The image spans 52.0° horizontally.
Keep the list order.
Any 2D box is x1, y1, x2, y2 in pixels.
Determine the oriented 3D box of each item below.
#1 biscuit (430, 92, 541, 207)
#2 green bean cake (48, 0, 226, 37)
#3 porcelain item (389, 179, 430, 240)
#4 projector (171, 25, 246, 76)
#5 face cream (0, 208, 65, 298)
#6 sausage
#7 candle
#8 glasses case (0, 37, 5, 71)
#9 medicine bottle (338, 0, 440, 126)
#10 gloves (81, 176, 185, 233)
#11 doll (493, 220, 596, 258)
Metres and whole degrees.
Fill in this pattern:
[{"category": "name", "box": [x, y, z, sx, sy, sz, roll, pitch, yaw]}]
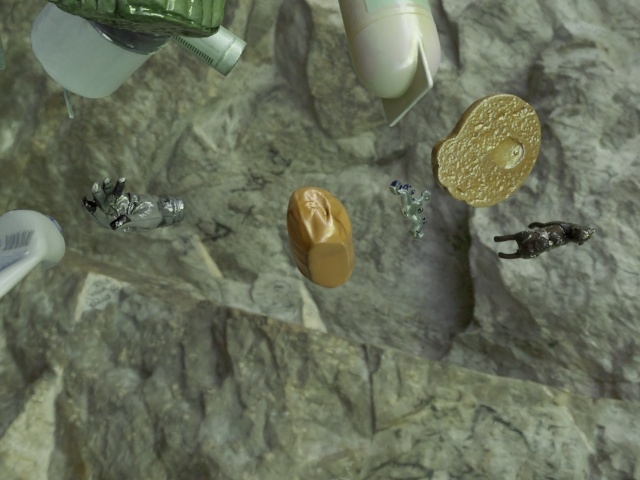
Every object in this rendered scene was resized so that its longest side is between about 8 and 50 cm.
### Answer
[{"category": "biscuit", "box": [0.293, -0.158, 1.158, 0.208, 0.181, 0.049, -53, -154, 1]}, {"category": "green bean cake", "box": [-0.275, -0.384, 0.998, 0.227, 0.223, 0.124, 15, -79, 24]}, {"category": "porcelain item", "box": [0.188, -0.073, 1.286, 0.075, 0.136, 0.021, -37, -151, -18]}, {"category": "projector", "box": [-0.357, -0.560, 1.694, 0.108, 0.338, 0.108, -53, -165, 20]}, {"category": "face cream", "box": [-0.624, 0.072, 1.189, 0.235, 0.137, 0.420, -9, -154, 25]}, {"category": "sausage", "box": [0.001, 0.000, 1.237, 0.241, 0.120, 0.136, 78, -5, -55]}, {"category": "candle", "box": [-0.452, -0.427, 1.334, 0.343, 0.221, 0.221, -28, -132, 34]}, {"category": "glasses case", "box": [-0.794, -0.535, 1.476, 0.131, 0.074, 0.323, 39, -38, 26]}, {"category": "medicine bottle", "box": [0.192, -0.534, 1.747, 0.236, 0.236, 0.405, -29, -112, 48]}, {"category": "gloves", "box": [-0.433, -0.071, 1.535, 0.119, 0.286, 0.142, -47, -120, 16]}, {"category": "doll", "box": [0.435, -0.004, 1.248, 0.165, 0.139, 0.057, -4, -79, 64]}]
